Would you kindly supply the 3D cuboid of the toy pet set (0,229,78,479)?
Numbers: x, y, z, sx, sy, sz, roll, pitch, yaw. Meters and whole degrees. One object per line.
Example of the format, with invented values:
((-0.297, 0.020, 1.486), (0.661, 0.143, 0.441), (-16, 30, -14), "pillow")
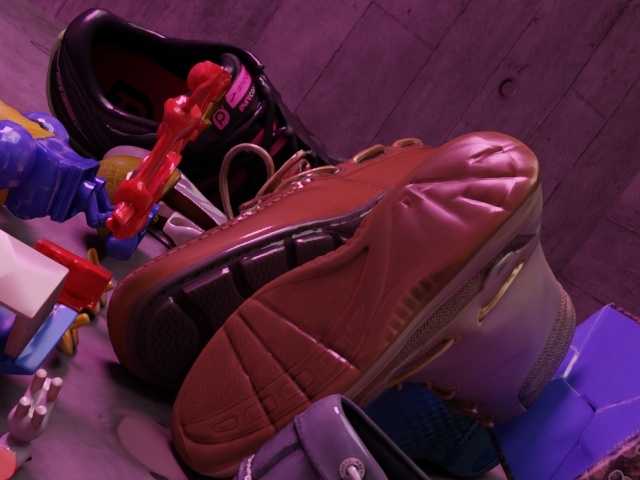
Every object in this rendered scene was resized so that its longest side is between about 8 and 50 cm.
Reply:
((-0.172, 0.050, 0.373), (0.122, 0.065, 0.114), (32, 42, -6), "toy pet set")

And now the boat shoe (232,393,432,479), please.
((0.096, 0.194, 0.409), (0.319, 0.099, 0.116), (36, 5, -4), "boat shoe")

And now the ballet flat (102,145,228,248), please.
((-0.154, -0.031, 0.850), (0.213, 0.072, 0.068), (36, 18, 12), "ballet flat")

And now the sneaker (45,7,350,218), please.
((-0.096, -0.097, 0.934), (0.483, 0.185, 0.202), (26, -22, -3), "sneaker")

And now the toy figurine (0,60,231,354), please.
((-0.201, -0.088, 0.584), (0.217, 0.191, 0.362), (29, 7, -10), "toy figurine")

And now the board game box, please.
((0.260, 0.214, 0.570), (0.291, 0.141, 0.232), (52, 6, -3), "board game box")

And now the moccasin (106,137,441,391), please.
((0.000, -0.003, 0.635), (0.147, 0.139, 0.380), (22, 39, 37), "moccasin")

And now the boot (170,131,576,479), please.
((0.051, 0.079, 0.532), (0.095, 0.262, 0.203), (41, -9, 40), "boot")

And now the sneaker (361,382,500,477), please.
((0.076, 0.108, 0.785), (0.319, 0.127, 0.208), (28, 11, -49), "sneaker")
